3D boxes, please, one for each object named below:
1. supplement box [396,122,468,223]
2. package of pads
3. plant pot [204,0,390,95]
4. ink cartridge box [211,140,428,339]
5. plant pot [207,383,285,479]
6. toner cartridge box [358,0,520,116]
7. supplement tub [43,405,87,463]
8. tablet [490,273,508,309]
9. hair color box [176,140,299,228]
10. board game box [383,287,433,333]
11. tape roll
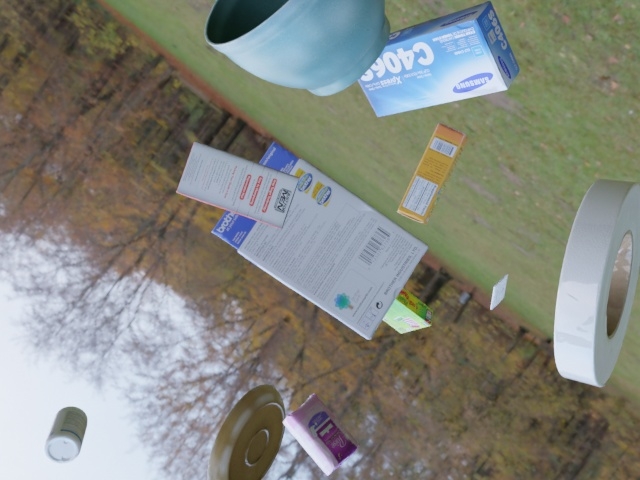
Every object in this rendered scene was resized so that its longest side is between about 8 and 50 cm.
[{"bbox_3d":[0.269,-0.157,1.608,0.080,0.233,0.078,29,-172,16],"label":"supplement box"},{"bbox_3d":[0.000,0.225,0.780,0.083,0.032,0.050,47,-131,13],"label":"package of pads"},{"bbox_3d":[-0.013,-0.357,1.064,0.196,0.293,0.293,40,180,-35],"label":"plant pot"},{"bbox_3d":[0.000,0.000,1.101,0.311,0.186,0.065,34,176,-9],"label":"ink cartridge box"},{"bbox_3d":[-0.134,0.402,1.324,0.032,0.236,0.236,17,173,28],"label":"plant pot"},{"bbox_3d":[0.233,-0.380,1.445,0.347,0.075,0.165,-3,131,46],"label":"toner cartridge box"},{"bbox_3d":[-0.509,0.389,1.345,0.071,0.071,0.107,36,-172,-18],"label":"supplement tub"},{"bbox_3d":[0.407,0.117,1.524,0.006,0.054,0.083,33,147,32],"label":"tablet"},{"bbox_3d":[-0.104,-0.070,0.861,0.141,0.072,0.043,20,179,-3],"label":"hair color box"},{"bbox_3d":[0.164,0.145,1.537,0.181,0.043,0.092,37,139,-28],"label":"board game box"},{"bbox_3d":[0.532,0.080,1.265,0.072,0.392,0.392,11,168,33],"label":"tape roll"}]
